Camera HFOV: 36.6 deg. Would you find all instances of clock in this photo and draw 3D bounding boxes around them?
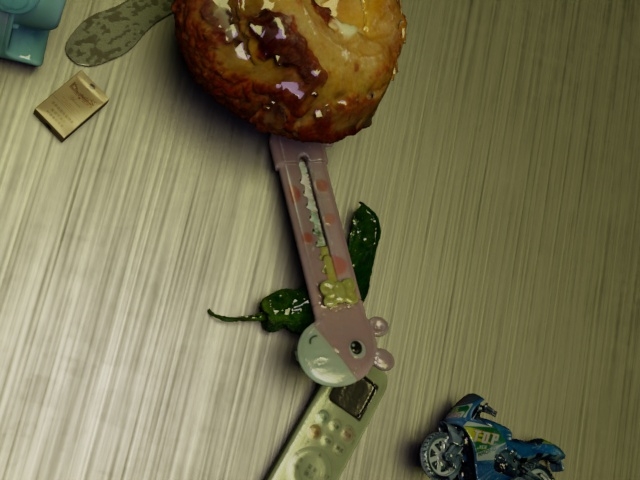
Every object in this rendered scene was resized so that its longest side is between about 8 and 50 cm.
[{"bbox_3d":[-0.332,-0.345,1.136,0.094,0.274,0.223,13,77,-21],"label":"clock"}]

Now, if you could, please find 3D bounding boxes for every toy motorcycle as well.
[{"bbox_3d":[0.243,0.297,1.350,0.254,0.092,0.135,25,61,-26],"label":"toy motorcycle"}]

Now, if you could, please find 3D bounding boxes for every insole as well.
[{"bbox_3d":[-0.260,-0.295,1.302,0.193,0.006,0.065,-43,97,-24],"label":"insole"}]

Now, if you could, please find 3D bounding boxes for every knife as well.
[{"bbox_3d":[0.000,0.000,1.281,0.132,0.038,0.399,-4,65,-22],"label":"knife"}]

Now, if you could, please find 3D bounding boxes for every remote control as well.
[{"bbox_3d":[-0.010,0.285,1.272,0.090,0.038,0.309,37,67,-12],"label":"remote control"}]

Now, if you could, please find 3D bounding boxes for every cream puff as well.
[{"bbox_3d":[-0.052,-0.286,1.265,0.350,0.228,0.350,16,67,-44],"label":"cream puff"}]

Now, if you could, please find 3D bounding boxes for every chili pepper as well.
[{"bbox_3d":[-0.005,0.062,1.307,0.279,0.065,0.122,-34,80,-27],"label":"chili pepper"}]

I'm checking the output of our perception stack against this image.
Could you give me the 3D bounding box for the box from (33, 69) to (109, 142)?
[{"bbox_3d":[-0.319,-0.173,1.242,0.053,0.024,0.083,47,65,-8],"label":"box"}]
